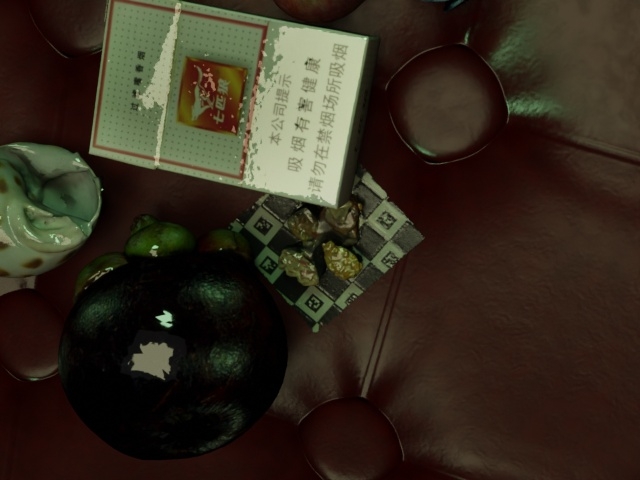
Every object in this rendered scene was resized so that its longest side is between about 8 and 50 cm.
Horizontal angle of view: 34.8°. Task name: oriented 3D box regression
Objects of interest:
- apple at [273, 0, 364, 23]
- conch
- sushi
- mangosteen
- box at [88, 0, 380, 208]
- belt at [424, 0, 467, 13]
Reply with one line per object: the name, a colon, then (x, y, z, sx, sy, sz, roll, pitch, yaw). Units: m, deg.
apple: (0.001, -0.332, 1.185, 0.154, 0.120, 0.153, 5, 106, 18)
conch: (-0.419, -0.039, 1.367, 0.275, 0.182, 0.148, 25, 143, 11)
sushi: (0.000, 0.000, 1.332, 0.210, 0.040, 0.192, -40, 94, 21)
mangosteen: (-0.192, 0.130, 1.309, 0.300, 0.300, 0.300, 4, 108, 13)
box: (-0.109, -0.178, 1.262, 0.330, 0.095, 0.210, 14, 103, 12)
belt: (0.150, -0.358, 1.158, 0.141, 0.082, 0.190, 24, 110, 12)
